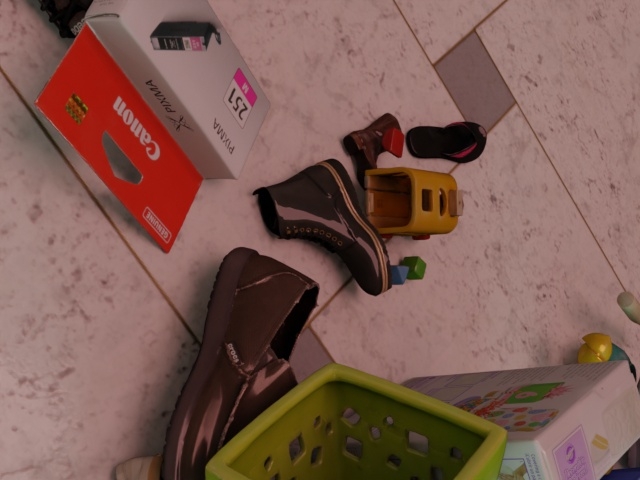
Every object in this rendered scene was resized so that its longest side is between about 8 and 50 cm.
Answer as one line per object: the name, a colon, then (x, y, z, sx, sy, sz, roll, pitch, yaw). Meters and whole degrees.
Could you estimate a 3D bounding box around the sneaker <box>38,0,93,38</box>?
sneaker: (-0.287, -0.300, 1.019, 0.276, 0.098, 0.135, 18, 65, -37)

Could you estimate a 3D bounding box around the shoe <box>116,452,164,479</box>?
shoe: (-0.182, 0.338, 0.965, 0.076, 0.058, 0.219, 55, 30, -80)

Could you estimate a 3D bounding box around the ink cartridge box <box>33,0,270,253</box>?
ink cartridge box: (-0.173, -0.156, 1.033, 0.275, 0.060, 0.239, 57, 44, -47)

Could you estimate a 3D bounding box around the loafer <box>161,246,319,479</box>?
loafer: (-0.078, 0.175, 1.013, 0.134, 0.130, 0.366, 72, 26, -63)

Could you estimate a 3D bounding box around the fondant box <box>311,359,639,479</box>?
fondant box: (0.185, 0.237, 1.102, 0.238, 0.330, 0.096, -21, 95, -47)

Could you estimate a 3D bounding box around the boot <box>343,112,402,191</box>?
boot: (0.093, -0.127, 1.340, 0.114, 0.037, 0.106, -31, 101, -46)

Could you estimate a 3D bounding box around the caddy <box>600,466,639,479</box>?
caddy: (0.490, 0.488, 1.408, 0.341, 0.179, 0.241, -23, 94, -42)

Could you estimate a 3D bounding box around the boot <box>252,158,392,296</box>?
boot: (0.000, 0.000, 1.207, 0.137, 0.077, 0.198, -22, 79, -37)

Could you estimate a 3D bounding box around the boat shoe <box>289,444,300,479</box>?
boat shoe: (-0.024, 0.301, 1.117, 0.035, 0.035, 0.100, 9, 72, -38)

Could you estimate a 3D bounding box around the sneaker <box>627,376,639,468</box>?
sneaker: (0.578, 0.292, 1.504, 0.105, 0.115, 0.281, -55, 144, -36)

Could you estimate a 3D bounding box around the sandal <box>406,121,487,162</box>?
sandal: (0.211, -0.157, 1.441, 0.179, 0.040, 0.067, -8, 83, -41)

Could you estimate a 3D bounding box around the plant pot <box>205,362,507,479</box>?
plant pot: (0.040, 0.290, 0.933, 0.228, 0.227, 0.207, -33, 131, -46)

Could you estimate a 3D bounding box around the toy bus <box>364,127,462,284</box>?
toy bus: (0.148, -0.051, 1.286, 0.191, 0.104, 0.202, 57, 48, -33)

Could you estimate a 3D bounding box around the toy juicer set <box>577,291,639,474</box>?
toy juicer set: (0.462, 0.204, 1.504, 0.329, 0.089, 0.209, -55, 134, -32)
